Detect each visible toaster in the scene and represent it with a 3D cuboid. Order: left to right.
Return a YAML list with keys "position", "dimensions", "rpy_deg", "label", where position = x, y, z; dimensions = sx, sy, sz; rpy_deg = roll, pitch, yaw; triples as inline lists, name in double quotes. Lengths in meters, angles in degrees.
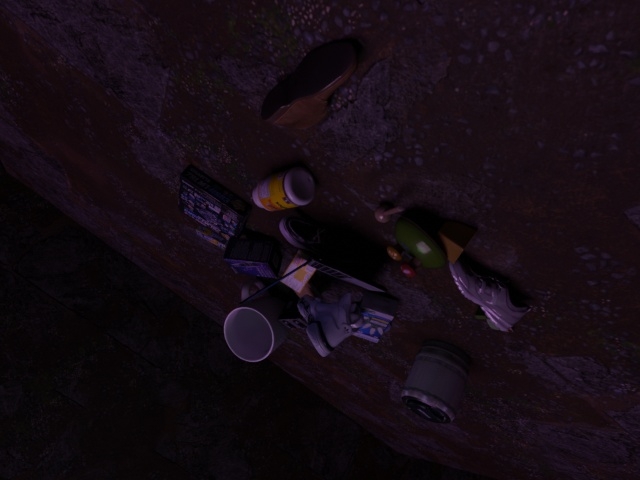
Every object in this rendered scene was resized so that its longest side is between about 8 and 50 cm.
- position: [-0.094, 0.331, 1.941]
  dimensions: [0.168, 0.186, 0.110]
  rpy_deg: [-12, 131, 41]
  label: "toaster"

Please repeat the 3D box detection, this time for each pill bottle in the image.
- position: [-0.123, -0.157, 1.282]
  dimensions: [0.215, 0.117, 0.117]
  rpy_deg: [-6, 133, 48]
  label: "pill bottle"

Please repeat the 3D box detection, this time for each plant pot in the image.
- position: [0.356, -0.003, 1.094]
  dimensions: [0.083, 0.081, 0.081]
  rpy_deg: [35, 152, 17]
  label: "plant pot"

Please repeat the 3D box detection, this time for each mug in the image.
- position: [-0.301, 0.377, 2.068]
  dimensions: [0.276, 0.328, 0.374]
  rpy_deg: [-17, 92, 22]
  label: "mug"

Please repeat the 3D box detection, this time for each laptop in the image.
- position: [-0.034, 0.189, 1.422]
  dimensions: [0.408, 0.236, 0.382]
  rpy_deg: [24, 173, -2]
  label: "laptop"

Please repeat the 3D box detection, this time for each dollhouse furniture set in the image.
- position: [0.562, 0.267, 1.316]
  dimensions: [0.076, 0.058, 0.152]
  rpy_deg: [-7, 132, 49]
  label: "dollhouse furniture set"

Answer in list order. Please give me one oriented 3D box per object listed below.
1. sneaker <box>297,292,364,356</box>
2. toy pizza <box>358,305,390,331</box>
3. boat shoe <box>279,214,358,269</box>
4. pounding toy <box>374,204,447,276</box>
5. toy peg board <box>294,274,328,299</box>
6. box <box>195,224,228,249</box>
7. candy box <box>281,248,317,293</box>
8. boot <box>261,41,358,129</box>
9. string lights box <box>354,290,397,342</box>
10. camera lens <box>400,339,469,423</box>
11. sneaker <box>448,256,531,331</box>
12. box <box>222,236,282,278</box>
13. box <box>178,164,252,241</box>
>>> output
- position: [0.041, 0.284, 1.570]
  dimensions: [0.137, 0.210, 0.366]
  rpy_deg: [60, 179, -22]
  label: "sneaker"
- position: [0.215, 0.341, 1.785]
  dimensions: [0.201, 0.032, 0.201]
  rpy_deg: [20, 148, 13]
  label: "toy pizza"
- position: [0.000, 0.000, 1.411]
  dimensions: [0.301, 0.108, 0.102]
  rpy_deg: [36, 150, -11]
  label: "boat shoe"
- position: [0.233, 0.015, 1.134]
  dimensions: [0.237, 0.110, 0.183]
  rpy_deg: [47, 178, -12]
  label: "pounding toy"
- position: [-0.052, 0.199, 1.808]
  dimensions: [0.161, 0.079, 0.161]
  rpy_deg: [50, 148, 1]
  label: "toy peg board"
- position: [-0.498, -0.021, 1.903]
  dimensions: [0.169, 0.059, 0.054]
  rpy_deg: [28, 151, 9]
  label: "box"
- position: [-0.084, 0.127, 1.683]
  dimensions: [0.105, 0.027, 0.206]
  rpy_deg: [34, 127, 1]
  label: "candy box"
- position: [-0.008, -0.348, 0.941]
  dimensions: [0.115, 0.112, 0.305]
  rpy_deg: [16, 159, -38]
  label: "boot"
- position: [0.208, 0.314, 1.643]
  dimensions: [0.133, 0.077, 0.260]
  rpy_deg: [18, 143, 4]
  label: "string lights box"
- position: [0.469, 0.577, 1.648]
  dimensions: [0.219, 0.274, 0.219]
  rpy_deg: [24, 150, 15]
  label: "camera lens"
- position: [0.488, 0.133, 1.184]
  dimensions: [0.281, 0.105, 0.115]
  rpy_deg: [42, 116, -8]
  label: "sneaker"
- position: [-0.287, 0.075, 1.728]
  dimensions: [0.207, 0.108, 0.153]
  rpy_deg: [4, 151, 15]
  label: "box"
- position: [-0.444, -0.134, 1.671]
  dimensions: [0.295, 0.073, 0.293]
  rpy_deg: [33, 151, -3]
  label: "box"
